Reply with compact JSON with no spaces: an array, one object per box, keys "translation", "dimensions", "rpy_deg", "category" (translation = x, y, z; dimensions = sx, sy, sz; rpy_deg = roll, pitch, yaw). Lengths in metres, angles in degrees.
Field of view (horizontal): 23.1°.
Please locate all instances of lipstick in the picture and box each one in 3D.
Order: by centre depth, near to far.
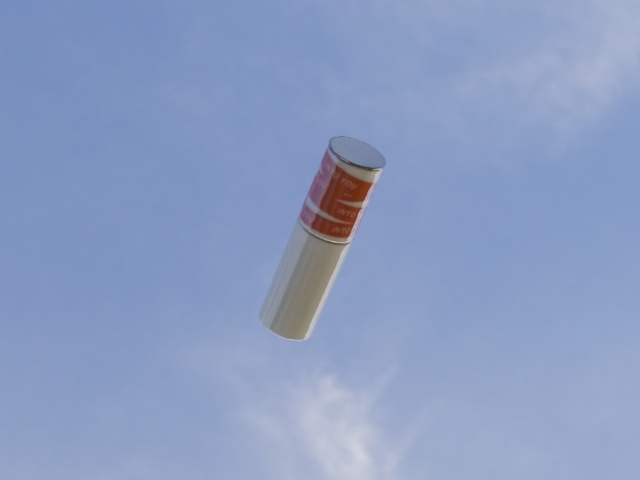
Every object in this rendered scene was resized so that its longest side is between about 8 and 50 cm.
[{"translation":[0.000,0.000,0.979],"dimensions":[0.038,0.038,0.130],"rpy_deg":[12,-62,-21],"category":"lipstick"}]
